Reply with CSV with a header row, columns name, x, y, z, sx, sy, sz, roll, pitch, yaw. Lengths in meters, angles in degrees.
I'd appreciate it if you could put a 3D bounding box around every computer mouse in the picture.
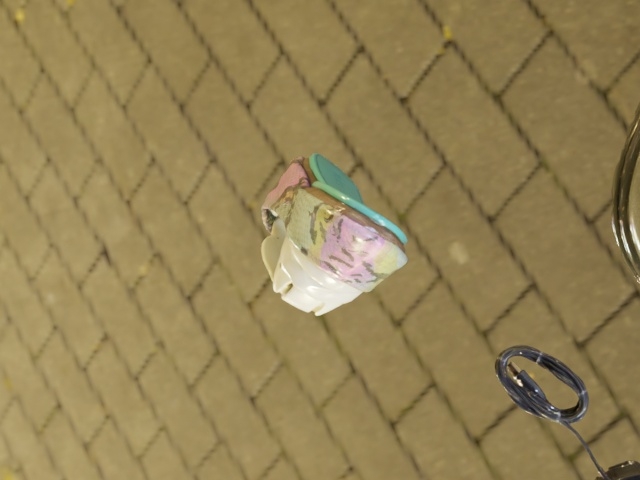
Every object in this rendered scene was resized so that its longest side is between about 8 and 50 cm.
name,x,y,z,sx,sy,sz,roll,pitch,yaw
computer mouse,0.229,0.187,1.353,0.071,0.041,0.242,-36,84,7

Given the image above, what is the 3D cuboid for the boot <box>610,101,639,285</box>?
name,x,y,z,sx,sy,sz,roll,pitch,yaw
boot,0.201,-0.065,0.489,0.083,0.246,0.161,45,-179,-13

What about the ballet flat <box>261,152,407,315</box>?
name,x,y,z,sx,sy,sz,roll,pitch,yaw
ballet flat,0.000,0.000,0.987,0.077,0.079,0.221,36,-176,-13
